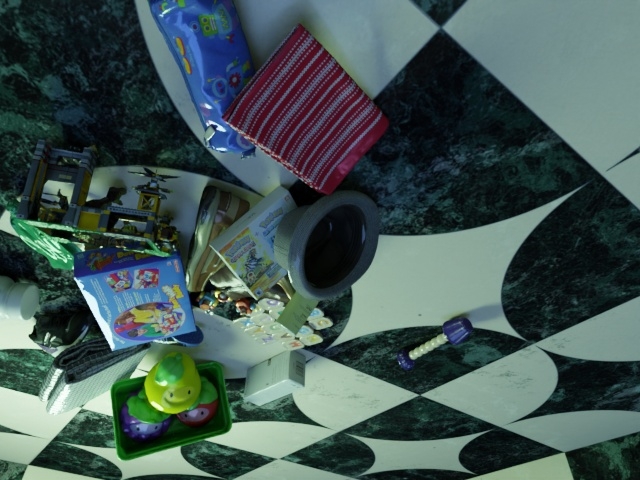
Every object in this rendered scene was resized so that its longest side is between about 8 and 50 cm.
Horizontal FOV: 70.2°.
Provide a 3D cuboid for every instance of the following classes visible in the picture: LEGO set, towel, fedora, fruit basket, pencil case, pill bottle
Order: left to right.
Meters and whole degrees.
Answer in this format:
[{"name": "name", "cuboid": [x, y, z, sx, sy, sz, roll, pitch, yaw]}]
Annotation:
[{"name": "pill bottle", "cuboid": [-0.909, 0.156, 1.236, 0.230, 0.131, 0.131, 7, 137, -6]}, {"name": "towel", "cuboid": [-0.695, 0.387, 1.402, 0.121, 0.284, 0.235, 49, 124, 13]}, {"name": "LEGO set", "cuboid": [-0.450, -0.093, 0.966, 0.332, 0.192, 0.255, 7, 166, -1]}, {"name": "fruit basket", "cuboid": [-0.479, 0.525, 1.485, 0.392, 0.282, 0.392, -13, 163, -4]}, {"name": "pencil case", "cuboid": [-0.177, -0.282, 0.747, 0.119, 0.133, 0.306, 24, 146, 31]}, {"name": "towel", "cuboid": [-0.011, -0.210, 0.804, 0.199, 0.031, 0.275, -48, 135, 11]}, {"name": "fedora", "cuboid": [0.000, 0.000, 1.002, 0.124, 0.275, 0.243, 20, 122, 38]}]

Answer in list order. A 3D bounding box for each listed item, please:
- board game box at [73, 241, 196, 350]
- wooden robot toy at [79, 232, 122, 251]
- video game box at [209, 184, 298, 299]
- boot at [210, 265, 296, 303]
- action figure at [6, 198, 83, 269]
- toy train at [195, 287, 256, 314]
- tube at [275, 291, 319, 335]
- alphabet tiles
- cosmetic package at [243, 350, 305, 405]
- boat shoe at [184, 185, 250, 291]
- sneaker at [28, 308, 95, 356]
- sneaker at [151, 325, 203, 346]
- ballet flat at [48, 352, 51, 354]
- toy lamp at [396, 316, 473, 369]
[{"name": "board game box", "cuboid": [-0.466, 0.146, 1.190, 0.234, 0.078, 0.347, -11, 141, -17]}, {"name": "wooden robot toy", "cuboid": [-0.550, 0.016, 1.115, 0.076, 0.079, 0.173, -28, 129, 28]}, {"name": "video game box", "cuboid": [-0.118, 0.008, 1.033, 0.205, 0.048, 0.187, -42, 132, -13]}, {"name": "boot", "cuboid": [-0.154, 0.123, 1.211, 0.207, 0.090, 0.248, -25, 120, 35]}, {"name": "action figure", "cuboid": [-0.662, -0.013, 1.097, 0.137, 0.063, 0.232, -8, 140, 12]}, {"name": "toy train", "cuboid": [-0.277, 0.187, 1.299, 0.166, 0.046, 0.125, -10, 127, 16]}, {"name": "tube", "cuboid": [-0.020, 0.122, 1.130, 0.062, 0.240, 0.070, 33, 161, 8]}, {"name": "alphabet tiles", "cuboid": [-0.116, 0.257, 1.403, 0.278, 0.021, 0.284, -21, 132, 22]}, {"name": "cosmetic package", "cuboid": [-0.159, 0.474, 1.570, 0.231, 0.117, 0.085, -31, 127, 29]}, {"name": "boat shoe", "cuboid": [-0.246, 0.015, 1.078, 0.120, 0.122, 0.324, 11, 136, -18]}, {"name": "sneaker", "cuboid": [-0.792, 0.267, 1.378, 0.283, 0.107, 0.124, -31, 122, 30]}, {"name": "sneaker", "cuboid": [-0.480, 0.280, 1.402, 0.232, 0.081, 0.090, 23, 136, -12]}, {"name": "ballet flat", "cuboid": [-0.874, 0.399, 1.556, 0.058, 0.049, 0.173, -20, 133, 20]}, {"name": "toy lamp", "cuboid": [0.354, 0.318, 1.416, 0.080, 0.080, 0.275, 27, 133, -25]}]
